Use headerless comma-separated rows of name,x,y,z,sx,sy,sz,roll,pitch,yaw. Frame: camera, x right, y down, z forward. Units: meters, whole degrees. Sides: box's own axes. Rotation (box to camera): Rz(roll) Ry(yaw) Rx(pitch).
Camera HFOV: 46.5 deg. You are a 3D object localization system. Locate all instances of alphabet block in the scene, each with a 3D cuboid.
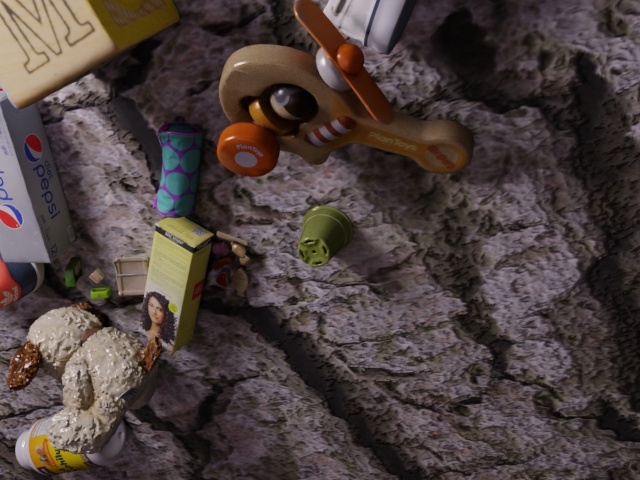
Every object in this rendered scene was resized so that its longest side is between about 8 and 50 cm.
alphabet block,-0.348,-0.324,1.010,0.197,0.192,0.193,-20,112,27

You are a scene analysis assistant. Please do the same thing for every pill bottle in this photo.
pill bottle,-0.507,0.406,1.501,0.215,0.117,0.117,-17,111,25

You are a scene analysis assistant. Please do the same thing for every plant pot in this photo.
plant pot,0.000,0.000,1.138,0.083,0.079,0.083,8,119,15

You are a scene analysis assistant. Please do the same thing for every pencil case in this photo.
pencil case,-0.223,-0.110,1.158,0.070,0.064,0.151,8,121,-5

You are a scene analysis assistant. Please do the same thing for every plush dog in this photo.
plush dog,-0.401,0.202,1.286,0.225,0.262,0.210,31,115,5

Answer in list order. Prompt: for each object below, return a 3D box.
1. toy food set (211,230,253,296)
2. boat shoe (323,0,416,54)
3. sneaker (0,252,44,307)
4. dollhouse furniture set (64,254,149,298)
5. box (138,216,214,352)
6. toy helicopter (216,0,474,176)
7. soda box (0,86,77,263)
toy food set,-0.150,0.035,1.243,0.078,0.019,0.122,20,129,7
boat shoe,0.077,-0.411,0.870,0.157,0.136,0.367,26,132,6
sneaker,-0.683,0.027,1.332,0.350,0.148,0.131,18,121,8
dollhouse furniture set,-0.370,0.058,1.323,0.152,0.058,0.076,-3,110,-2
box,-0.246,0.075,1.262,0.087,0.058,0.232,28,123,19
toy helicopter,0.043,-0.174,0.988,0.355,0.140,0.235,15,145,-9
soda box,-0.502,-0.106,1.235,0.098,0.091,0.286,0,118,16
